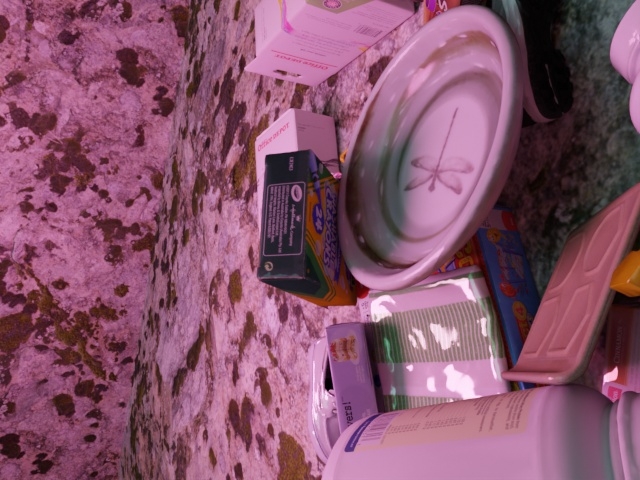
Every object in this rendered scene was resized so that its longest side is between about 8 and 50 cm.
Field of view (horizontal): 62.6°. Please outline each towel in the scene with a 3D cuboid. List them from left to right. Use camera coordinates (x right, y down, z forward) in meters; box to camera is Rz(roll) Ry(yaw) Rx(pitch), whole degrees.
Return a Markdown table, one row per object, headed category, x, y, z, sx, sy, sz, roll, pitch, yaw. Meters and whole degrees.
| category | x | y | z | sx | sy | sz | roll | pitch | yaw |
| --- | --- | --- | --- | --- | --- | --- | --- | --- | --- |
| towel | 0.162 | 0.211 | 0.741 | 0.248 | 0.038 | 0.324 | -24 | 67 | 54 |

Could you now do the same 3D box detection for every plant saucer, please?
| category | x | y | z | sx | sy | sz | roll | pitch | yaw |
| --- | --- | --- | --- | --- | --- | --- | --- | --- | --- |
| plant saucer | 0.158 | -0.117 | 0.747 | 0.400 | 0.101 | 0.400 | -45 | 37 | 50 |

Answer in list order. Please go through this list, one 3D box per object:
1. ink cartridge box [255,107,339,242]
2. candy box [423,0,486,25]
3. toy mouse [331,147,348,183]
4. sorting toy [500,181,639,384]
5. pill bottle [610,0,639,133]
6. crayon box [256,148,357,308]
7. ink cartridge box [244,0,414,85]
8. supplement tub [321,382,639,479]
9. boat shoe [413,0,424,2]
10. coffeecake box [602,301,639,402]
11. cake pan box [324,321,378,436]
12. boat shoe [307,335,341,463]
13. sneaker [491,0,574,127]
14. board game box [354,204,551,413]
| category | x | y | z | sx | sy | sz | roll | pitch | yaw |
| --- | --- | --- | --- | --- | --- | --- | --- | --- | --- |
| ink cartridge box | -0.054 | -0.128 | 1.212 | 0.207 | 0.117 | 0.283 | -22 | 68 | 55 |
| candy box | 0.204 | -0.373 | 0.804 | 0.186 | 0.053 | 0.109 | 77 | 170 | -51 |
| toy mouse | 0.072 | -0.118 | 1.072 | 0.161 | 0.031 | 0.143 | -13 | 81 | 41 |
| sorting toy | 0.274 | 0.044 | 0.514 | 0.229 | 0.041 | 0.307 | -60 | -12 | -9 |
| pill bottle | 0.395 | -0.100 | 0.429 | 0.181 | 0.182 | 0.323 | -58 | 42 | 37 |
| crayon box | 0.000 | 0.000 | 0.927 | 0.083 | 0.323 | 0.203 | -3 | 74 | 19 |
| ink cartridge box | -0.002 | -0.453 | 1.079 | 0.353 | 0.207 | 0.119 | -16 | 74 | 56 |
| supplement tub | 0.184 | 0.270 | 0.505 | 0.325 | 0.235 | 0.235 | -23 | 66 | 35 |
| boat shoe | 0.194 | -0.542 | 0.808 | 0.130 | 0.132 | 0.355 | 47 | 156 | 31 |
| coffeecake box | 0.387 | 0.146 | 0.520 | 0.185 | 0.068 | 0.142 | 7 | 95 | 58 |
| cake pan box | 0.061 | 0.272 | 0.902 | 0.246 | 0.070 | 0.266 | 58 | -157 | -82 |
| boat shoe | 0.026 | 0.318 | 1.059 | 0.084 | 0.095 | 0.258 | -39 | 56 | 55 |
| sneaker | 0.268 | -0.286 | 0.736 | 0.108 | 0.100 | 0.271 | -18 | 71 | 62 |
| board game box | 0.193 | 0.144 | 0.817 | 0.302 | 0.086 | 0.308 | -38 | 56 | 51 |
